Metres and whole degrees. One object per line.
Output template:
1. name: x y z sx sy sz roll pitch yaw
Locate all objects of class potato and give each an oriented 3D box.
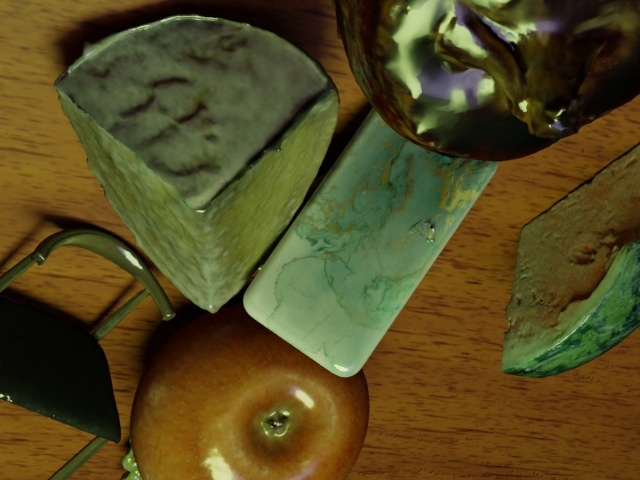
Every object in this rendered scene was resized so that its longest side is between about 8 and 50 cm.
1. potato: -0.114 -0.092 1.537 0.189 0.211 0.264 -45 161 -21

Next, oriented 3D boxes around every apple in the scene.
1. apple: -0.077 0.198 1.736 0.272 0.206 0.251 0 102 -20

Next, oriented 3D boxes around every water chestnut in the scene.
1. water chestnut: 0.183 -0.204 1.377 0.350 0.302 0.350 -7 132 -7

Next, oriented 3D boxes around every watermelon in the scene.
1. watermelon: 0.325 0.022 1.766 0.260 0.256 0.176 -37 90 28

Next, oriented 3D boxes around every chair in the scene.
1. chair: -0.296 0.133 1.653 0.188 0.166 0.272 28 120 -37

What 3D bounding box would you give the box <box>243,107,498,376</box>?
1. box: 0.052 -0.010 1.584 0.142 0.044 0.285 34 84 2

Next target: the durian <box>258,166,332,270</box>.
1. durian: 0.000 0.000 1.648 0.208 0.146 0.102 -21 180 -10

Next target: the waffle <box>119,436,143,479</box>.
1. waffle: -0.132 0.243 1.898 0.208 0.054 0.214 11 123 -23
